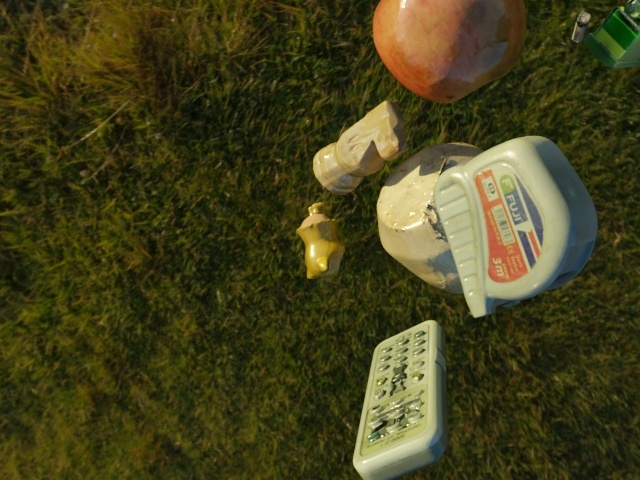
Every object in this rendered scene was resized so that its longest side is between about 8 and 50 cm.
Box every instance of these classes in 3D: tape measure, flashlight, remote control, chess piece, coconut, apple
[{"bbox_3d":[0.303,-0.022,0.950,0.246,0.125,0.243,-26,80,50],"label":"tape measure"},{"bbox_3d":[0.423,-0.346,0.985,0.018,0.083,0.018,30,96,16],"label":"flashlight"},{"bbox_3d":[0.129,0.228,0.903,0.127,0.335,0.066,-27,101,18],"label":"remote control"},{"bbox_3d":[0.104,-0.223,1.468,0.137,0.137,0.301,42,147,-9],"label":"chess piece"},{"bbox_3d":[0.339,-0.049,1.502,0.360,0.346,0.346,32,117,-33],"label":"coconut"},{"bbox_3d":[0.316,-0.508,1.455,0.363,0.364,0.364,3,113,8],"label":"apple"}]

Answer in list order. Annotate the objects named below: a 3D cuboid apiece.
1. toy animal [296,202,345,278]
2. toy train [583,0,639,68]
[{"bbox_3d":[-0.001,0.002,1.889,0.155,0.156,0.230,-10,79,13],"label":"toy animal"},{"bbox_3d":[0.795,-0.516,1.453,0.120,0.300,0.202,60,144,23],"label":"toy train"}]
